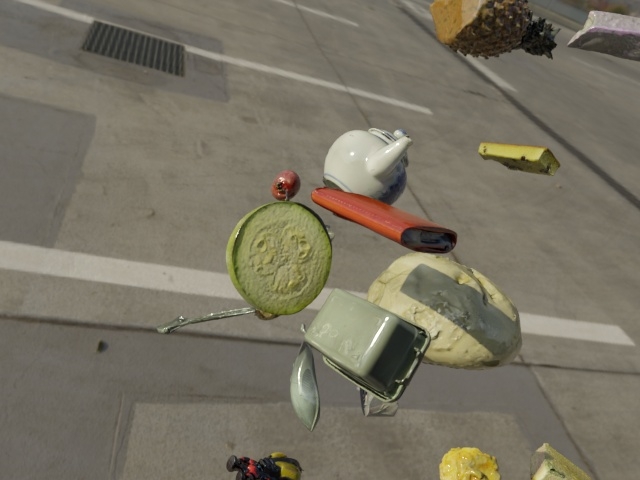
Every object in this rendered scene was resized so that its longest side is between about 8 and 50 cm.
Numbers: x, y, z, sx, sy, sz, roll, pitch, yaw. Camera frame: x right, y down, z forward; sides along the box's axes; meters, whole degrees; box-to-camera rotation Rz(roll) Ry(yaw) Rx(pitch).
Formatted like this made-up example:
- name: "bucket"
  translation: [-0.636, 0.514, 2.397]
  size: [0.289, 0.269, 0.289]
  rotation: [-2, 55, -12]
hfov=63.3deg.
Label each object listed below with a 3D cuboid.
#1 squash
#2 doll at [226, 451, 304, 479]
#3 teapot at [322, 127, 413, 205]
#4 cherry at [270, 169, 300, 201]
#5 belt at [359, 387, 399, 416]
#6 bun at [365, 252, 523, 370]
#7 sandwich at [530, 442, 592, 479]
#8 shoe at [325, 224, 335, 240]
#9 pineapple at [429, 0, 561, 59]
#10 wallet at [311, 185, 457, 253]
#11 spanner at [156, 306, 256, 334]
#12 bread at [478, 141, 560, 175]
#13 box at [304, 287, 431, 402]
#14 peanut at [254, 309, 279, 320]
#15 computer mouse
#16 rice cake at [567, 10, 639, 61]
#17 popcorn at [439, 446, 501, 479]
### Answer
- name: "squash"
  translation: [-0.085, 0.034, 1.141]
  size: [0.252, 0.252, 0.049]
  rotation: [0, 1, -33]
- name: "doll"
  translation: [-0.138, 0.640, 1.438]
  size: [0.248, 0.088, 0.127]
  rotation: [25, 32, -37]
- name: "teapot"
  translation: [0.155, -0.227, 1.535]
  size: [0.252, 0.280, 0.424]
  rotation: [45, -9, -9]
- name: "cherry"
  translation: [-0.118, -0.156, 1.661]
  size: [0.090, 0.107, 0.225]
  rotation: [43, 28, -19]
- name: "belt"
  translation: [0.214, 0.477, 1.939]
  size: [0.117, 0.212, 0.347]
  rotation: [3, 65, -7]
- name: "bun"
  translation: [0.261, 0.152, 1.102]
  size: [0.326, 0.235, 0.362]
  rotation: [16, -2, -14]
- name: "sandwich"
  translation: [0.478, 0.471, 1.056]
  size: [0.193, 0.058, 0.162]
  rotation: [33, 7, -14]
- name: "shoe"
  translation: [0.000, 0.000, 1.769]
  size: [0.071, 0.099, 0.169]
  rotation: [4, 18, -15]
- name: "pineapple"
  translation: [0.479, -0.563, 1.370]
  size: [0.362, 0.202, 0.202]
  rotation: [9, 34, -28]
- name: "wallet"
  translation: [0.097, -0.033, 0.823]
  size: [0.142, 0.045, 0.204]
  rotation: [6, 16, -44]
- name: "spanner"
  translation: [-0.359, 0.246, 1.630]
  size: [0.325, 0.026, 0.093]
  rotation: [-11, 14, 4]
- name: "bread"
  translation: [0.541, -0.228, 1.434]
  size: [0.088, 0.049, 0.226]
  rotation: [33, -4, -30]
- name: "box"
  translation: [0.060, 0.144, 0.768]
  size: [0.172, 0.124, 0.093]
  rotation: [19, -16, 49]
- name: "peanut"
  translation: [-0.121, 0.189, 1.692]
  size: [0.214, 0.099, 0.099]
  rotation: [-27, 54, -27]
- name: "computer mouse"
  translation: [-0.063, 0.463, 1.785]
  size: [0.090, 0.167, 0.379]
  rotation: [-1, 56, -9]
- name: "rice cake"
  translation: [0.709, -0.388, 1.029]
  size: [0.399, 0.070, 0.064]
  rotation: [16, 62, 13]
- name: "popcorn"
  translation: [0.430, 0.681, 1.486]
  size: [0.180, 0.180, 0.170]
  rotation: [16, 5, -13]
